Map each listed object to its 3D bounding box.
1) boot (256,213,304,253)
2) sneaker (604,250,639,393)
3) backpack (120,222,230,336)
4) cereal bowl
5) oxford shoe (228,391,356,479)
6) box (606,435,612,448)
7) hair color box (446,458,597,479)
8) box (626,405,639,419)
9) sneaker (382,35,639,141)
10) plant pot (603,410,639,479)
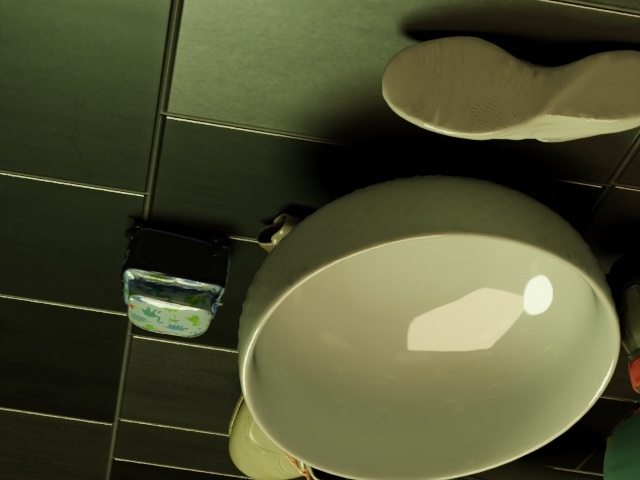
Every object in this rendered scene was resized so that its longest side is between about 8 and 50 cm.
[{"bbox_3d":[0.000,0.000,1.722,0.087,0.042,0.118,30,141,-27],"label":"boot"},{"bbox_3d":[0.320,0.073,1.731,0.098,0.135,0.276,-22,174,10],"label":"sneaker"},{"bbox_3d":[-0.144,0.045,1.803,0.105,0.084,0.114,10,158,-2],"label":"backpack"},{"bbox_3d":[0.090,0.062,1.653,0.339,0.141,0.339,-4,137,-4],"label":"cereal bowl"},{"bbox_3d":[-0.007,0.200,2.000,0.140,0.146,0.397,36,145,-11],"label":"oxford shoe"},{"bbox_3d":[0.442,0.295,2.204,0.232,0.087,0.058,22,152,-28],"label":"box"},{"bbox_3d":[0.187,0.319,2.106,0.174,0.105,0.347,12,-177,31],"label":"hair color box"},{"bbox_3d":[0.470,0.261,2.069,0.257,0.128,0.122,8,156,-5],"label":"box"},{"bbox_3d":[0.152,-0.103,1.419,0.212,0.080,0.094,4,167,3],"label":"sneaker"},{"bbox_3d":[0.466,0.227,1.822,0.293,0.293,0.235,19,132,-26],"label":"plant pot"}]
